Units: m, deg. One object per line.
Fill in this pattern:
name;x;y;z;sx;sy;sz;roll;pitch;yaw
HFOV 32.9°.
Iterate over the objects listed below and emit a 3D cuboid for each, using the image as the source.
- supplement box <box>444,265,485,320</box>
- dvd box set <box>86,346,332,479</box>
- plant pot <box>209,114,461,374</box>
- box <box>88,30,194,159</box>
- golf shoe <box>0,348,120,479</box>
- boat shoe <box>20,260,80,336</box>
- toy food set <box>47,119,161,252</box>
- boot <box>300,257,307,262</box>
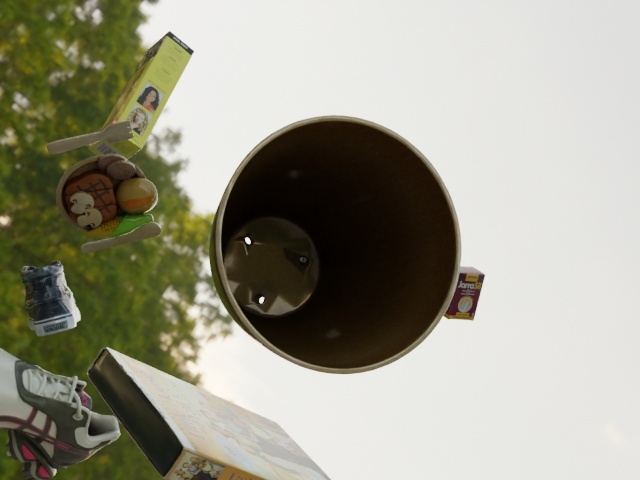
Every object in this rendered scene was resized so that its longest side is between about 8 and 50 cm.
supplement box;0.233;0.087;1.802;0.054;0.083;0.043;4;16;-27
dvd box set;-0.151;0.333;1.756;0.420;0.062;0.307;32;3;-41
plant pot;-0.020;0.016;1.103;0.237;0.237;0.254;37;-17;-12
box;-0.283;-0.226;1.731;0.058;0.232;0.087;37;-38;-22
golf shoe;-0.326;0.170;1.215;0.120;0.105;0.273;-18;-36;5
boat shoe;-0.335;0.067;1.347;0.183;0.065;0.083;178;-100;-73
toy food set;-0.286;-0.059;1.451;0.038;0.132;0.192;-114;-169;-50
boot;0.000;0.000;1.481;0.083;0.247;0.161;1;-16;-6
